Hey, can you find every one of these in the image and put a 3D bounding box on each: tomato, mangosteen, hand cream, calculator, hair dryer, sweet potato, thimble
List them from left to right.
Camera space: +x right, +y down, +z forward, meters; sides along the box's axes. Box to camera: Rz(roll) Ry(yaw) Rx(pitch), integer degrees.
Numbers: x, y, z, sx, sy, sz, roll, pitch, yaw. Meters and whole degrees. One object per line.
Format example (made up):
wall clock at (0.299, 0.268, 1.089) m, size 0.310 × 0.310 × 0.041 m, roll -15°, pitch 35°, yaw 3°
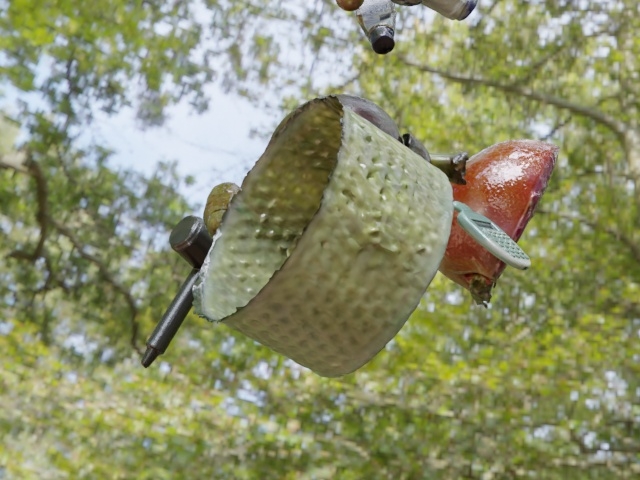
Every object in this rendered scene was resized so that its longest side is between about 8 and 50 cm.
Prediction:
hair dryer at (-0.228, 0.086, 1.764) m, size 0.070 × 0.248 × 0.114 m, roll 4°, pitch -34°, yaw 52°
sweet potato at (-0.127, -0.036, 1.503) m, size 0.067 × 0.274 × 0.067 m, roll -1°, pitch -76°, yaw -5°
thimble at (0.000, 0.000, 1.160) m, size 0.150 × 0.270 × 0.271 m, roll 31°, pitch -41°, yaw -20°
mangosteen at (0.062, -0.083, 1.526) m, size 0.289 × 0.231 × 0.231 m, roll 1°, pitch -34°, yaw -19°
hand cream at (0.083, -0.344, 1.671) m, size 0.062 × 0.163 × 0.039 m, roll -14°, pitch -38°, yaw 7°
tomato at (0.289, -0.058, 1.982) m, size 0.176 × 0.289 × 0.335 m, roll 28°, pitch -15°, yaw 10°
calculator at (0.249, -0.007, 1.645) m, size 0.095 × 0.153 × 0.021 m, roll 8°, pitch -60°, yaw -54°

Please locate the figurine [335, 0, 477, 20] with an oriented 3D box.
figurine at (0.086, -0.387, 1.441) m, size 0.274 × 0.193 × 0.133 m, roll -1°, pitch 7°, yaw -24°
